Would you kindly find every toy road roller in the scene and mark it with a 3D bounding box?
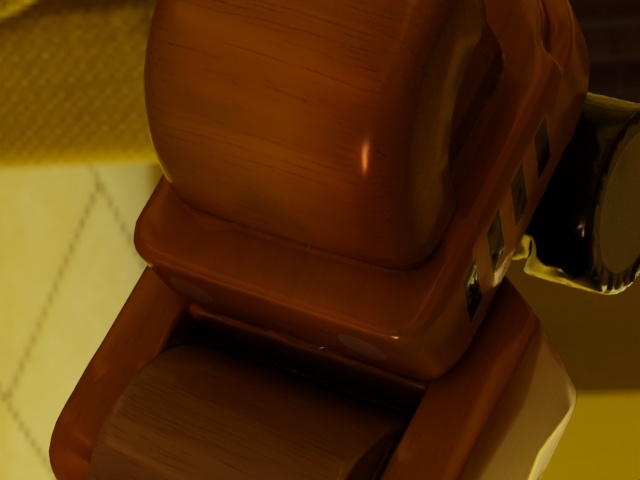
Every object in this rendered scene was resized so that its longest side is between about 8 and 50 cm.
[{"bbox_3d":[0.000,0.000,0.849,0.329,0.202,0.240,-62,147,-17],"label":"toy road roller"}]
